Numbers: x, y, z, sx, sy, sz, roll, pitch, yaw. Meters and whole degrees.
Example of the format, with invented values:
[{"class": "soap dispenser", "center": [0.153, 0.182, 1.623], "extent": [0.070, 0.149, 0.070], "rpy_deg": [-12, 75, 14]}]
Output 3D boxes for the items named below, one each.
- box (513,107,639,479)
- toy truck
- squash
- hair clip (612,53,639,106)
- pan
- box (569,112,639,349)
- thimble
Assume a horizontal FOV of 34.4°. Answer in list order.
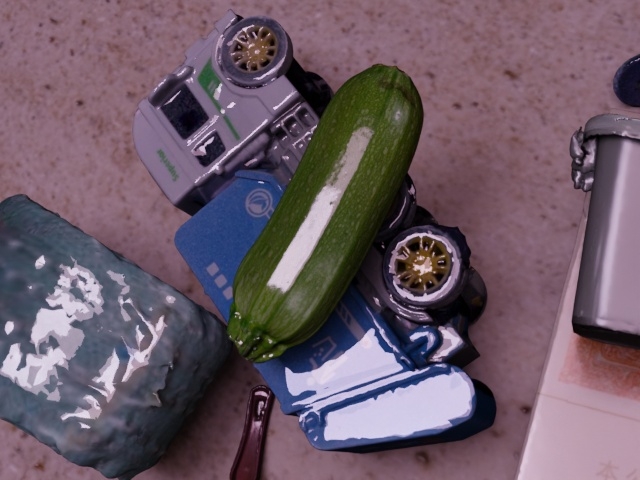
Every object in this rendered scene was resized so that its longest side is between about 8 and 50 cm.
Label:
[{"class": "box", "center": [0.269, 0.093, 0.752], "extent": [0.204, 0.051, 0.365], "rpy_deg": [13, 76, 18]}, {"class": "toy truck", "center": [0.000, 0.000, 0.796], "extent": [0.175, 0.146, 0.367], "rpy_deg": [-37, 69, 4]}, {"class": "squash", "center": [0.005, -0.017, 0.685], "extent": [0.077, 0.068, 0.219], "rpy_deg": [29, 88, 38]}, {"class": "hair clip", "center": [0.360, -0.192, 0.816], "extent": [0.275, 0.083, 0.048], "rpy_deg": [-37, 109, -5]}, {"class": "pan", "center": [-0.062, 0.215, 0.799], "extent": [0.114, 0.040, 0.212], "rpy_deg": [7, 75, 10]}, {"class": "box", "center": [0.274, 0.015, 0.670], "extent": [0.243, 0.163, 0.135], "rpy_deg": [12, 85, 15]}, {"class": "thimble", "center": [-0.180, 0.074, 0.779], "extent": [0.235, 0.198, 0.143], "rpy_deg": [22, 78, 49]}]
